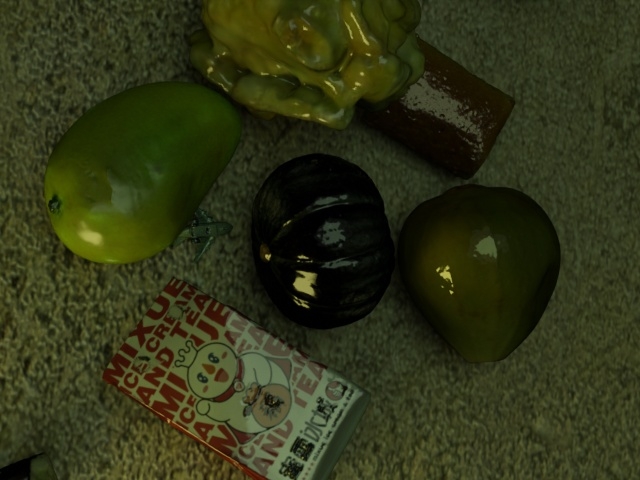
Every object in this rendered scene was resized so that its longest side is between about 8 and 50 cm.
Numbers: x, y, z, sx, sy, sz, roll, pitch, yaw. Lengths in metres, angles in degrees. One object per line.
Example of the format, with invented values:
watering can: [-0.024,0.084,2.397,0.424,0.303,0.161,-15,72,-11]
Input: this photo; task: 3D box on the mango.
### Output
mango: [-0.228,-0.092,1.737,0.185,0.149,0.273,33,67,-1]

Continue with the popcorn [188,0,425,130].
popcorn: [-0.006,-0.278,1.753,0.312,0.312,0.312,3,80,-15]

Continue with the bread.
bread: [0.157,-0.173,1.877,0.172,0.103,0.132,31,78,-7]

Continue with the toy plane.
toy plane: [-0.152,-0.013,1.802,0.083,0.033,0.080,-6,93,-17]

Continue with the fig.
fig: [0.213,0.036,1.808,0.207,0.207,0.230,-41,109,-18]

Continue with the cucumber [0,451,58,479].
cucumber: [-0.423,0.324,1.650,0.241,0.074,0.074,-20,86,-16]

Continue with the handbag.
handbag: [-0.106,0.185,1.721,0.298,0.151,0.171,31,79,-4]

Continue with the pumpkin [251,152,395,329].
pumpkin: [0.000,0.000,1.746,0.162,0.220,0.220,-13,84,-20]
